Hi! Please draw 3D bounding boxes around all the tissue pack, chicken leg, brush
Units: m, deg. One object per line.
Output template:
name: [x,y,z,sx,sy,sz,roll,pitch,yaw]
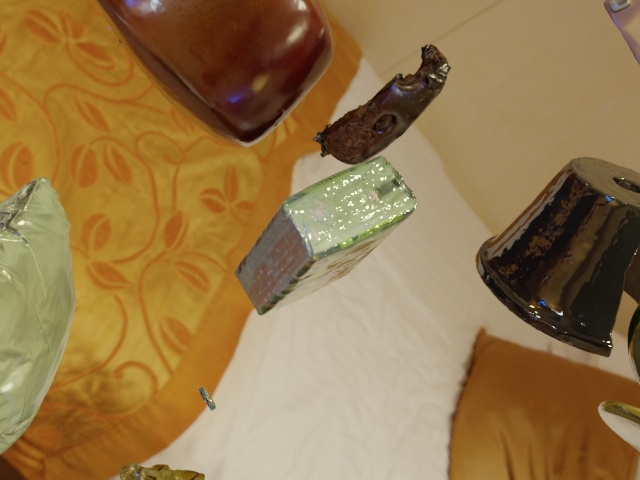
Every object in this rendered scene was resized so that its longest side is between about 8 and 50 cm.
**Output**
tissue pack: [0.000,0.000,1.364,0.228,0.311,0.128,-25,77,-29]
chicken leg: [0.048,-0.125,0.819,0.051,0.253,0.106,44,64,-13]
brush: [-0.221,0.304,1.497,0.051,0.014,0.164,57,-12,9]

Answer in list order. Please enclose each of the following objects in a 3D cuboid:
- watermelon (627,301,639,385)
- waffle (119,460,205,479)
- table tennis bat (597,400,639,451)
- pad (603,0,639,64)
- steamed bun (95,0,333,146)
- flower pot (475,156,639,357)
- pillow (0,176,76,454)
watermelon: [0.561,0.152,1.088,0.242,0.242,0.242,31,46,-39]
waffle: [-0.196,0.483,1.310,0.068,0.325,0.302,-53,135,-37]
table tennis bat: [0.404,0.227,0.790,0.224,0.054,0.368,33,-7,14]
pad: [0.334,-0.160,0.653,0.006,0.113,0.187,27,39,-64]
steamed bun: [-0.119,-0.268,1.031,0.248,0.235,0.379,45,-2,11]
flower pot: [0.493,0.000,1.406,0.379,0.251,0.379,13,28,-7]
pillow: [-0.404,0.091,0.998,0.138,0.283,0.310,10,39,-2]
